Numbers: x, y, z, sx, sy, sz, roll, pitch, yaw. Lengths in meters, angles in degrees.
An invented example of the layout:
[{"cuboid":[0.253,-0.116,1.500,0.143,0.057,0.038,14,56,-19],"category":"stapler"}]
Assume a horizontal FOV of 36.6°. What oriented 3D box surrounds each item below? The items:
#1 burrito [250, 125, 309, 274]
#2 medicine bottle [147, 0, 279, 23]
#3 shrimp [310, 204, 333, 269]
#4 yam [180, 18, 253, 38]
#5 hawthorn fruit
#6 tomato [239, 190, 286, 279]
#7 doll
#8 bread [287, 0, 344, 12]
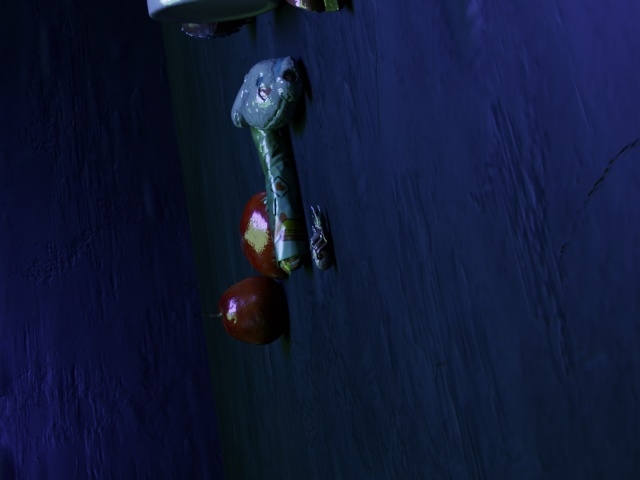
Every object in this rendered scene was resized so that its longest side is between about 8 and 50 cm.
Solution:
[{"cuboid":[-0.066,-0.076,1.502,0.104,0.054,0.288,116,145,-70],"category":"burrito"},{"cuboid":[-0.171,-0.514,1.391,0.211,0.211,0.371,-166,70,-77],"category":"medicine bottle"},{"cuboid":[0.000,-0.001,1.303,0.038,0.029,0.092,97,169,-73],"category":"shrimp"},{"cuboid":[-0.176,-0.486,1.633,0.131,0.131,0.279,-111,21,-49],"category":"yam"},{"cuboid":[-0.122,0.129,1.696,0.125,0.140,0.125,49,173,8],"category":"hawthorn fruit"},{"cuboid":[-0.101,-0.005,1.646,0.155,0.069,0.155,173,90,-77],"category":"tomato"},{"cuboid":[-0.074,-0.212,1.410,0.214,0.072,0.103,172,108,-66],"category":"doll"},{"cuboid":[-0.021,-0.345,1.131,0.119,0.067,0.192,166,97,-69],"category":"bread"}]
